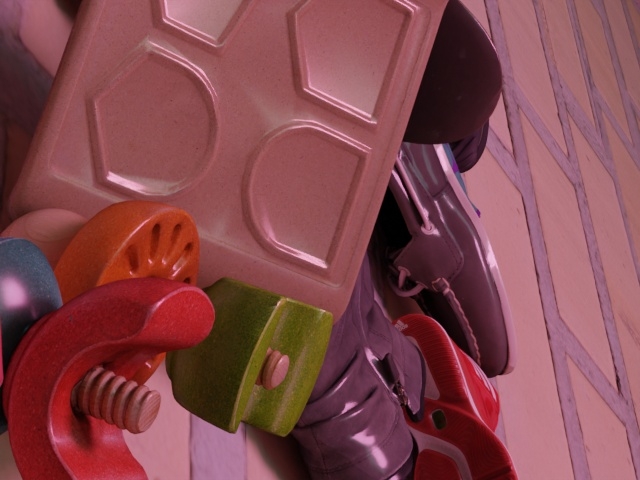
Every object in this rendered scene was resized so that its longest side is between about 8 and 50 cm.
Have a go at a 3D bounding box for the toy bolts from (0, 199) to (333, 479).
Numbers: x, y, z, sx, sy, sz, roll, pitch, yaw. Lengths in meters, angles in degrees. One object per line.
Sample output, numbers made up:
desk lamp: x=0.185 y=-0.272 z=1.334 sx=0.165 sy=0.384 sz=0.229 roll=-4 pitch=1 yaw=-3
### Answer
toy bolts: x=-0.124 y=0.073 z=0.685 sx=0.218 sy=0.158 sz=0.228 roll=-68 pitch=161 yaw=-5

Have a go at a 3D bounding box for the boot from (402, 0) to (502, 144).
boot: x=-0.025 y=-0.157 z=0.981 sx=0.305 sy=0.112 sz=0.115 roll=28 pitch=10 yaw=5

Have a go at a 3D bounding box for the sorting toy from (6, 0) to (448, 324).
sorting toy: x=-0.077 y=-0.099 z=0.824 sx=0.307 sy=0.041 sz=0.229 roll=23 pitch=86 yaw=-35

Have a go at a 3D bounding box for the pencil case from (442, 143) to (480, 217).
pencil case: x=0.087 y=-0.077 z=1.402 sx=0.070 sy=0.064 sz=0.152 roll=-13 pitch=80 yaw=-53

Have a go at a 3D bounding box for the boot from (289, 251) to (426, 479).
boot: x=0.000 y=0.000 z=1.065 sx=0.223 sy=0.118 sz=0.338 roll=58 pitch=32 yaw=-29

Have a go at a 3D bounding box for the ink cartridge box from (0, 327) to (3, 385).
ink cartridge box: x=-0.192 y=-0.034 z=0.515 sx=0.092 sy=0.158 sz=0.218 roll=36 pitch=36 yaw=-51

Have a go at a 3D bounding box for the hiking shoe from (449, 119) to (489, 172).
hiking shoe: x=0.135 y=-0.144 z=1.566 sx=0.114 sy=0.086 sz=0.227 roll=42 pitch=31 yaw=-43

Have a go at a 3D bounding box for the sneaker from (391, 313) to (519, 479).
sneaker: x=0.120 y=0.164 z=1.195 sx=0.128 sy=0.087 sz=0.221 roll=25 pitch=47 yaw=-60

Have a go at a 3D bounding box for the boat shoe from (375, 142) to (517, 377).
boat shoe: x=0.059 y=-0.039 z=1.285 sx=0.112 sy=0.095 sz=0.335 roll=156 pitch=-85 yaw=-74
